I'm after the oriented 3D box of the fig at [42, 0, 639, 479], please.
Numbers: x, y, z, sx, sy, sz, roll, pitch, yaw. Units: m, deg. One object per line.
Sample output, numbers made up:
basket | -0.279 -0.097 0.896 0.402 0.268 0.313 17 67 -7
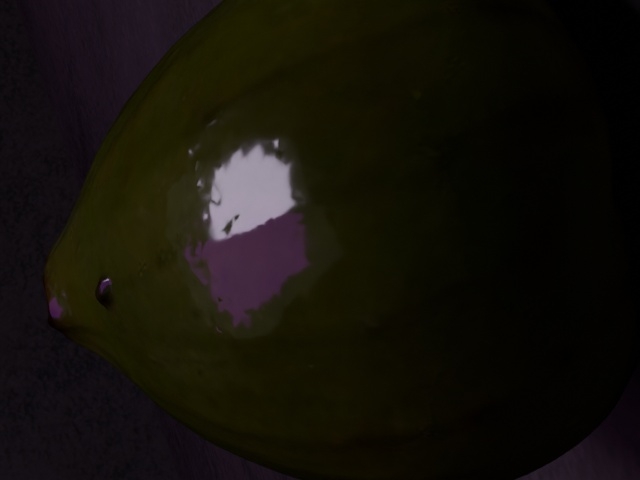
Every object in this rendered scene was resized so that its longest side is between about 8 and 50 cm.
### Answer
fig | 0.000 0.000 0.521 0.203 0.225 0.203 -17 -90 -81
